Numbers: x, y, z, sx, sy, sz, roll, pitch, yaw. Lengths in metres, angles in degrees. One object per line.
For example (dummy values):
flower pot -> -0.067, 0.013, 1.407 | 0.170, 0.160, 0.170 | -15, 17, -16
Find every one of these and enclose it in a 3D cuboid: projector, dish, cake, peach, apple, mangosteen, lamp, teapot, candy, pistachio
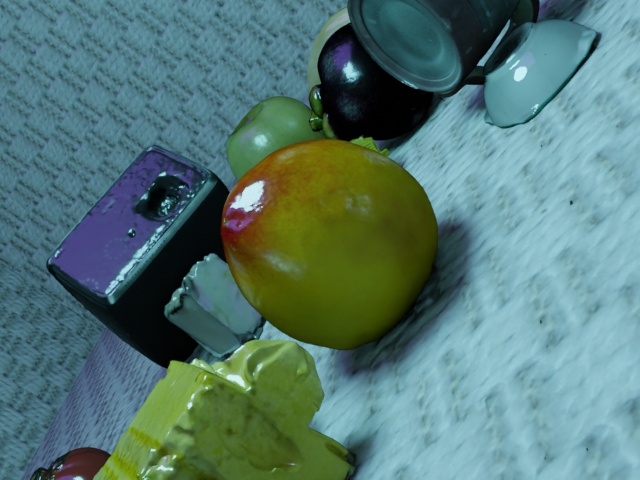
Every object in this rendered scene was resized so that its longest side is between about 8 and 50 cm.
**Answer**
projector -> -0.372, 0.046, 1.813 | 0.395, 0.242, 0.405 | -54, -28, -19
dish -> 0.320, -0.285, 1.198 | 0.224, 0.078, 0.246 | -37, 20, 48
cake -> -0.107, 0.260, 0.933 | 0.286, 0.222, 0.227 | -57, 17, -18
peach -> 0.009, -0.009, 1.052 | 0.289, 0.308, 0.289 | -30, 33, 23
apple -> -0.111, -0.233, 2.038 | 0.292, 0.254, 0.292 | -45, 19, 20
mangosteen -> 0.089, -0.323, 1.630 | 0.302, 0.275, 0.275 | -32, 23, 34
lamp -> -0.465, 0.501, 1.448 | 0.227, 0.227, 0.227 | -48, 15, 17
teapot -> 0.247, -0.403, 1.282 | 0.312, 0.315, 0.233 | -49, 38, -15
candy -> -0.216, 0.139, 1.626 | 0.137, 0.195, 0.185 | -56, 10, -32
pistachio -> 0.091, -0.456, 1.994 | 0.229, 0.238, 0.321 | -65, -2, -59

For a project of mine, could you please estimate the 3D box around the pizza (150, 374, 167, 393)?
pizza -> -0.341, 0.343, 1.761 | 0.199, 0.062, 0.188 | -41, 20, 33

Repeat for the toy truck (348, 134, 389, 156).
toy truck -> 0.041, -0.144, 1.580 | 0.136, 0.111, 0.286 | -30, 8, -22
